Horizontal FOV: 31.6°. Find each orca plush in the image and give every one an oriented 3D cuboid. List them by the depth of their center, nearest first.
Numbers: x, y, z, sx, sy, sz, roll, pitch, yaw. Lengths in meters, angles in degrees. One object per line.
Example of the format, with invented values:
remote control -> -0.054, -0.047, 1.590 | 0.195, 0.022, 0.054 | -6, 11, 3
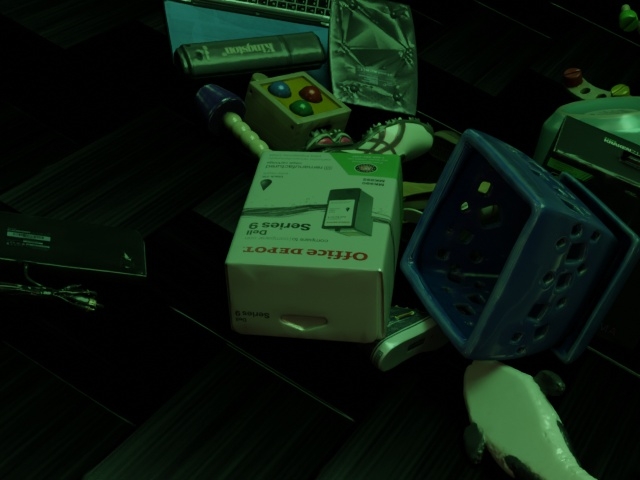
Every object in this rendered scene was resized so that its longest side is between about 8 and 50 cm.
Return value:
orca plush -> 0.287, 0.254, 1.423 | 0.102, 0.151, 0.287 | 42, -10, -39

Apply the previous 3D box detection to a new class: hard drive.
hard drive -> 0.091, -0.336, 2.087 | 0.172, 0.054, 0.254 | 8, 61, -16

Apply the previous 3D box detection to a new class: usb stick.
usb stick -> -0.122, -0.326, 2.012 | 0.278, 0.045, 0.077 | -10, 73, -25

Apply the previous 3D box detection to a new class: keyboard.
keyboard -> -0.382, 0.027, 1.470 | 0.317, 0.033, 0.201 | 7, 31, -15

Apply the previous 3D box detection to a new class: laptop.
laptop -> -0.088, -0.493, 2.136 | 0.382, 0.407, 0.236 | 6, 4, -19

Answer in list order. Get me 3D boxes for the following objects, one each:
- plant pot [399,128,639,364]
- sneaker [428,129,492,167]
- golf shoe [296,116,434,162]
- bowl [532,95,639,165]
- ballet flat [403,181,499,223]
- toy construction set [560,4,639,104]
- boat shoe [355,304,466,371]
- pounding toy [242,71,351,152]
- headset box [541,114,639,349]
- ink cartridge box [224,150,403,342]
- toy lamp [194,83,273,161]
plant pot -> 0.276, 0.018, 1.521 | 0.212, 0.236, 0.236 | 13, 24, -26
sneaker -> 0.277, -0.142, 1.976 | 0.188, 0.066, 0.071 | 37, 38, 21
golf shoe -> 0.086, -0.124, 1.856 | 0.273, 0.105, 0.120 | -15, 65, -33
bowl -> 0.487, -0.146, 1.886 | 0.312, 0.163, 0.311 | -6, 14, 1
ballet flat -> 0.202, -0.053, 1.762 | 0.232, 0.080, 0.073 | -3, 36, 31
toy construction set -> 0.597, -0.269, 2.120 | 0.257, 0.309, 0.237 | 9, 41, -1
boat shoe -> 0.118, 0.114, 1.563 | 0.183, 0.065, 0.083 | -18, 47, -41
pounding toy -> -0.048, -0.243, 1.930 | 0.181, 0.094, 0.206 | -19, 51, -41
headset box -> 0.424, -0.018, 1.697 | 0.246, 0.283, 0.131 | 25, 35, 6
ink cartridge box -> 0.000, 0.000, 1.564 | 0.211, 0.121, 0.289 | 2, 35, 7
toy lamp -> -0.110, -0.156, 1.802 | 0.080, 0.080, 0.274 | -14, 47, -38
